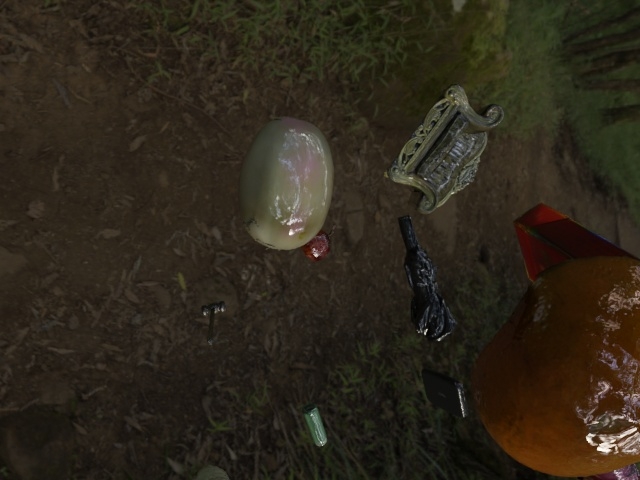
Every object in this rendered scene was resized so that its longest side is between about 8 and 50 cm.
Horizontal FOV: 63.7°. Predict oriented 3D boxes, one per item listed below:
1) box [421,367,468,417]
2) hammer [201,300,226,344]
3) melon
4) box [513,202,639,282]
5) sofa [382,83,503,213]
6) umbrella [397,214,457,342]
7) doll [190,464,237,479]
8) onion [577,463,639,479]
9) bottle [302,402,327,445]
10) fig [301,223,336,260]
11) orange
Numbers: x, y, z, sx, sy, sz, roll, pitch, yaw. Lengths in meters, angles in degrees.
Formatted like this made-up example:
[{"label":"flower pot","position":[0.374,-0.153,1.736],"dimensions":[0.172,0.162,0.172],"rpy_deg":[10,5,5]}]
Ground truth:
[{"label":"box","position":[0.331,0.402,1.374],"dimensions":[0.027,0.126,0.125],"rpy_deg":[-35,122,-31]},{"label":"hammer","position":[-0.239,0.182,1.143],"dimensions":[0.058,0.292,0.029],"rpy_deg":[-14,98,-9]},{"label":"melon","position":[-0.081,-0.129,1.217],"dimensions":[0.223,0.223,0.317],"rpy_deg":[0,102,-52]},{"label":"box","position":[0.550,0.073,1.074],"dimensions":[0.089,0.313,0.197],"rpy_deg":[-32,123,-2]},{"label":"sofa","position":[0.267,-0.176,1.087],"dimensions":[0.258,0.182,0.200],"rpy_deg":[-54,180,8]},{"label":"umbrella","position":[0.262,0.100,1.347],"dimensions":[0.118,0.118,0.340],"rpy_deg":[-21,96,-49]},{"label":"doll","position":[-0.109,0.429,0.823],"dimensions":[0.278,0.149,0.175],"rpy_deg":[8,125,-24]},{"label":"onion","position":[0.681,0.540,1.303],"dimensions":[0.230,0.163,0.230],"rpy_deg":[-20,90,-90]},{"label":"bottle","position":[-0.010,0.353,0.987],"dimensions":[0.030,0.030,0.083],"rpy_deg":[-36,116,-44]},{"label":"fig","position":[-0.011,0.012,1.901],"dimensions":[0.150,0.128,0.128],"rpy_deg":[-13,106,-32]},{"label":"orange","position":[0.366,0.180,0.711],"dimensions":[0.310,0.274,0.274],"rpy_deg":[-57,137,-7]}]
